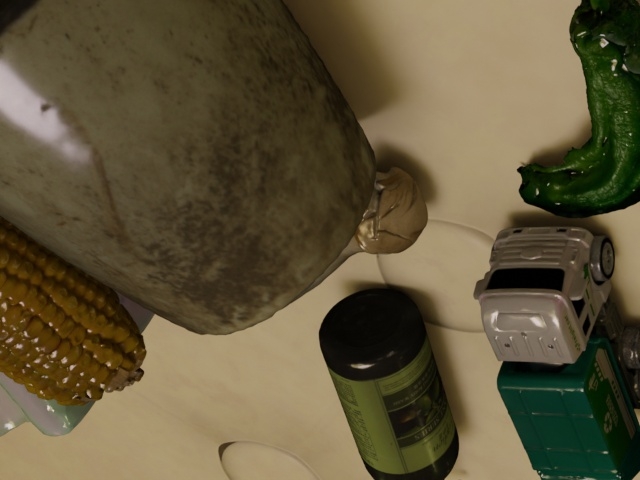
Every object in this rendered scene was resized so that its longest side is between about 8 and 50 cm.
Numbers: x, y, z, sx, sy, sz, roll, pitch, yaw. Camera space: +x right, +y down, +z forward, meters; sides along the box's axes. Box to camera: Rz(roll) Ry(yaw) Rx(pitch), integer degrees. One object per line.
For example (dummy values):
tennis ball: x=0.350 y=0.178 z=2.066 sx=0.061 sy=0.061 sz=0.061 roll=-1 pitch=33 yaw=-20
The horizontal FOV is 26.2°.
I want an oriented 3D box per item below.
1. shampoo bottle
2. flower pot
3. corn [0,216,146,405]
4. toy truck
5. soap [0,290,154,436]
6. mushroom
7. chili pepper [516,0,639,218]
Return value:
shampoo bottle: x=0.079 y=0.177 z=1.357 sx=0.101 sy=0.101 sz=0.284 roll=7 pitch=136 yaw=28
flower pot: x=-0.138 y=-0.107 z=1.058 sx=0.293 sy=0.294 sz=0.330 roll=-14 pitch=132 yaw=42
corn: x=-0.260 y=0.032 z=1.097 sx=0.119 sy=0.119 sz=0.322 roll=-8 pitch=140 yaw=39
toy truck: x=0.215 y=0.108 z=1.180 sx=0.114 sy=0.124 sz=0.253 roll=-2 pitch=133 yaw=32
soap: x=-0.332 y=-0.061 z=1.235 sx=0.156 sy=0.261 sz=0.446 roll=-8 pitch=127 yaw=39
mushroom: x=0.003 y=-0.002 z=1.223 sx=0.223 sy=0.092 sz=0.081 roll=-24 pitch=101 yaw=38
chili pepper: x=0.204 y=-0.106 z=0.993 sx=0.122 sy=0.065 sz=0.279 roll=14 pitch=143 yaw=14
